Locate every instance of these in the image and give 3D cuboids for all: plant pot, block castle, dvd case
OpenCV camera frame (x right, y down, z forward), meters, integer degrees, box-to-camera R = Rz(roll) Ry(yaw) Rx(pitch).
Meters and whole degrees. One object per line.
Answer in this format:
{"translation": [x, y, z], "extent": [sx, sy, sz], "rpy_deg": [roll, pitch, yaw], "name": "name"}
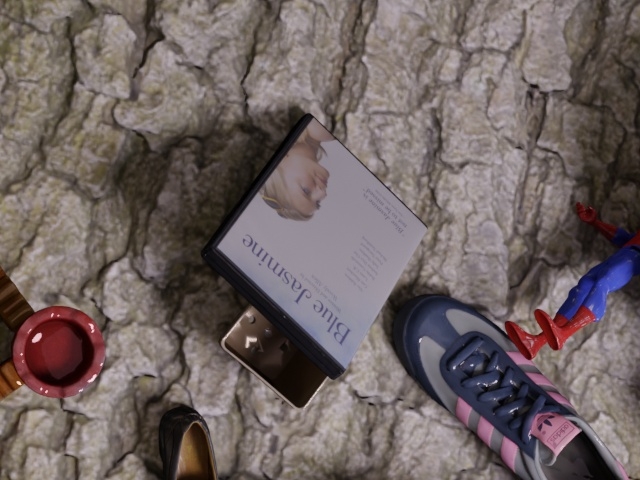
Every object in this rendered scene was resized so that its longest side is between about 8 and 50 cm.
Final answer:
{"translation": [-0.041, 0.095, 1.743], "extent": [0.109, 0.096, 0.109], "rpy_deg": [41, 77, -13], "name": "plant pot"}
{"translation": [-0.455, 0.128, 1.553], "extent": [0.453, 0.213, 0.303], "rpy_deg": [-39, 99, -14], "name": "block castle"}
{"translation": [0.000, 0.000, 1.722], "extent": [0.180, 0.022, 0.253], "rpy_deg": [44, 42, -10], "name": "dvd case"}

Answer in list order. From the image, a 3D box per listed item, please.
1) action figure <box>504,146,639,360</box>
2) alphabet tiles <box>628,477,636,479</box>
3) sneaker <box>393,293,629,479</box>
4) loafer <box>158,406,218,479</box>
{"translation": [0.302, -0.001, 1.844], "extent": [0.280, 0.091, 0.139], "rpy_deg": [-30, 92, -30], "name": "action figure"}
{"translation": [0.323, 0.403, 1.893], "extent": [0.343, 0.011, 0.285], "rpy_deg": [12, 84, -16], "name": "alphabet tiles"}
{"translation": [0.212, 0.174, 1.799], "extent": [0.319, 0.131, 0.112], "rpy_deg": [44, 77, -6], "name": "sneaker"}
{"translation": [-0.129, 0.253, 1.729], "extent": [0.062, 0.061, 0.170], "rpy_deg": [-11, 93, -18], "name": "loafer"}
